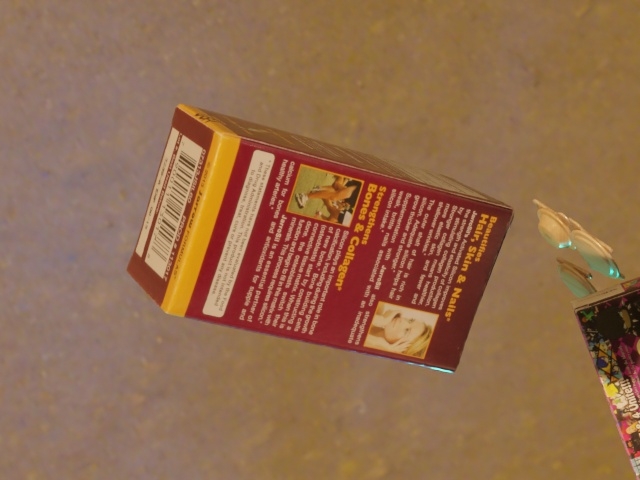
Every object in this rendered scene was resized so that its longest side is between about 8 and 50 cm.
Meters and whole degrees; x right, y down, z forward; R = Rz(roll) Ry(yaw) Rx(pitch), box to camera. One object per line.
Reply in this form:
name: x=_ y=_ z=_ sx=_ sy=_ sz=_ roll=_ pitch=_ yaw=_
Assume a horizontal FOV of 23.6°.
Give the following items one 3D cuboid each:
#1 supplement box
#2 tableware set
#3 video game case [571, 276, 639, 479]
supplement box: x=0.000 y=0.000 z=0.869 sx=0.188 sy=0.081 sz=0.104 roll=14 pitch=101 yaw=-27
tableware set: x=0.276 y=0.028 z=1.565 sx=0.020 sy=0.141 sz=0.168 roll=-42 pitch=126 yaw=-10
video game case: x=0.367 y=0.127 z=1.406 sx=0.210 sy=0.042 sz=0.232 roll=-21 pitch=101 yaw=8
